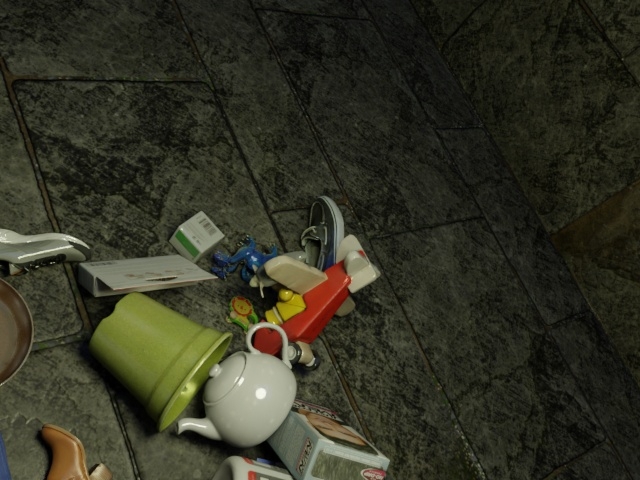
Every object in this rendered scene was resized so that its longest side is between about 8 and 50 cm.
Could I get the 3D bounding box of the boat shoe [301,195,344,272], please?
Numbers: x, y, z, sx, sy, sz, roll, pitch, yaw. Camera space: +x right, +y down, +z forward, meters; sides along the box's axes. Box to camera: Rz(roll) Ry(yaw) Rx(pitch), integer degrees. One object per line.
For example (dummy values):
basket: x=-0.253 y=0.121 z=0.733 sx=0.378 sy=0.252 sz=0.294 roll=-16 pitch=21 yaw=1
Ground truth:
boat shoe: x=0.000 y=0.000 z=2.085 sx=0.119 sy=0.121 sz=0.335 roll=13 pitch=56 yaw=-33

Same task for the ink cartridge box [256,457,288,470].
ink cartridge box: x=-0.042 y=0.670 z=1.646 sx=0.311 sy=0.065 sz=0.186 roll=24 pitch=52 yaw=-22

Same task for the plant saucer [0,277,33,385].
plant saucer: x=-0.796 y=0.205 z=1.447 sx=0.310 sy=0.050 sz=0.311 roll=18 pitch=51 yaw=-24

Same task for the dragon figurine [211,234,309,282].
dragon figurine: x=-0.181 y=0.077 z=1.933 sx=0.289 sy=0.085 sz=0.144 roll=22 pitch=50 yaw=-20

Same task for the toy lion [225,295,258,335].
toy lion: x=-0.217 y=0.206 z=1.863 sx=0.100 sy=0.034 sz=0.096 roll=37 pitch=39 yaw=-8

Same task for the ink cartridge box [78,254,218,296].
ink cartridge box: x=-0.430 y=0.099 z=1.657 sx=0.275 sy=0.239 sz=0.060 roll=-5 pitch=107 yaw=-37

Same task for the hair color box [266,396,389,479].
hair color box: x=-0.008 y=0.483 z=1.587 sx=0.185 sy=0.374 sz=0.114 roll=22 pitch=87 yaw=-21

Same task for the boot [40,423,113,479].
boot: x=-0.557 y=0.498 z=1.401 sx=0.197 sy=0.073 sz=0.152 roll=42 pitch=50 yaw=0

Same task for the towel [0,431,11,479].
towel: x=-0.762 y=0.445 z=1.233 sx=0.336 sy=0.040 sz=0.243 roll=-1 pitch=26 yaw=-34

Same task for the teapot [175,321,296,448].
teapot: x=-0.192 y=0.357 z=1.605 sx=0.187 sy=0.252 sz=0.256 roll=46 pitch=29 yaw=-21

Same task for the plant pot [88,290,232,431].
plant pot: x=-0.391 y=0.261 z=1.568 sx=0.254 sy=0.276 sz=0.276 roll=35 pitch=46 yaw=6

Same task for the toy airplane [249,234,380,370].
toy airplane: x=-0.029 y=0.133 z=1.813 sx=0.384 sy=0.386 sz=0.272 roll=-25 pitch=49 yaw=-36

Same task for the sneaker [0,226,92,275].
sneaker: x=-0.694 y=0.037 z=1.603 sx=0.271 sy=0.100 sz=0.108 roll=3 pitch=63 yaw=-26

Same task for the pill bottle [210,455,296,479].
pill bottle: x=-0.067 y=0.626 z=1.475 sx=0.363 sy=0.210 sz=0.210 roll=23 pitch=50 yaw=-20

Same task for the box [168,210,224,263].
box: x=-0.350 y=-0.006 z=1.870 sx=0.101 sy=0.087 sz=0.102 roll=47 pitch=47 yaw=2
